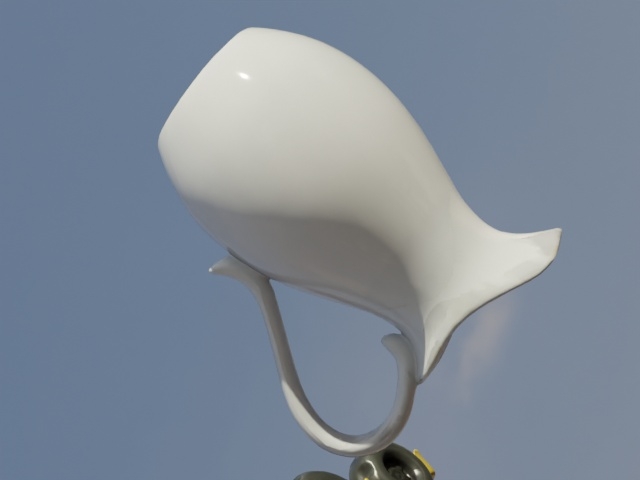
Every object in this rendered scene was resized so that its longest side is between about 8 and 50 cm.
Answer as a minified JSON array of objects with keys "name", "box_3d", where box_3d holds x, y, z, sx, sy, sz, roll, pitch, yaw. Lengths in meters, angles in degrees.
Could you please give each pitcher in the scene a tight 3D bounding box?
[{"name":"pitcher","box_3d":[0.000,0.000,1.013,0.178,0.207,0.125,-51,-3,4]}]

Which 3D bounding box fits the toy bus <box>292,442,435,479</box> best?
[{"name":"toy bus","box_3d":[0.049,0.273,1.347,0.220,0.211,0.149,-17,-36,-56]}]
